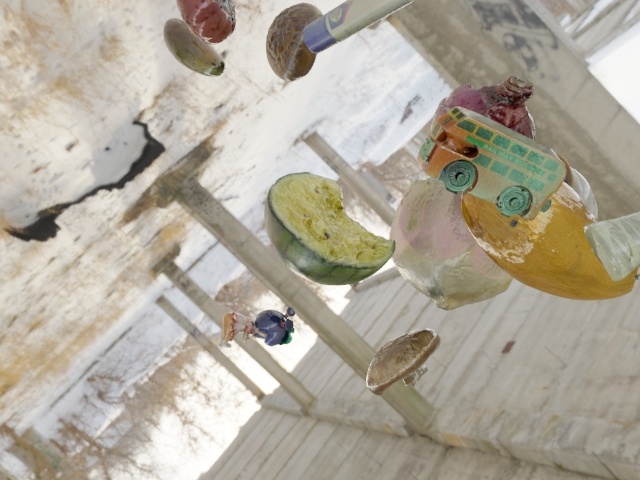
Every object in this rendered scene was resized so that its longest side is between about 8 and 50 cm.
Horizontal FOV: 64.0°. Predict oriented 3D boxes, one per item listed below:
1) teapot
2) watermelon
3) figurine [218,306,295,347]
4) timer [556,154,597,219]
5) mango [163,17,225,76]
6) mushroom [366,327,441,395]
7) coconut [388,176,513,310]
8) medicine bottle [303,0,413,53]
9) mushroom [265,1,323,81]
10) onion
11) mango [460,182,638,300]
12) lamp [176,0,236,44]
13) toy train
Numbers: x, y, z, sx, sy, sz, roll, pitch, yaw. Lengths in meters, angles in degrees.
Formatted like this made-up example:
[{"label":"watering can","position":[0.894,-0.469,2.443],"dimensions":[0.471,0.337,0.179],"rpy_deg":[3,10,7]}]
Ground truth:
[{"label":"teapot","position":[0.289,-0.003,0.456],"dimensions":[0.083,0.067,0.057],"rpy_deg":[-30,-174,13]},{"label":"watermelon","position":[0.000,0.000,1.258],"dimensions":[0.331,0.330,0.189],"rpy_deg":[-51,167,-53]},{"label":"figurine","position":[-0.159,0.224,1.311],"dimensions":[0.111,0.194,0.102],"rpy_deg":[-116,-148,-69]},{"label":"timer","position":[0.503,-0.057,1.170],"dimensions":[0.233,0.240,0.234],"rpy_deg":[-17,-122,31]},{"label":"mango","position":[-0.409,-0.605,1.625],"dimensions":[0.111,0.267,0.133],"rpy_deg":[-49,167,14]},{"label":"mushroom","position":[0.248,0.364,1.543],"dimensions":[0.278,0.146,0.278],"rpy_deg":[-36,162,-14]},{"label":"coconut","position":[0.398,0.031,1.531],"dimensions":[0.404,0.404,0.404],"rpy_deg":[-46,-176,4]},{"label":"medicine bottle","position":[0.064,-0.404,0.914],"dimensions":[0.230,0.059,0.059],"rpy_deg":[-10,-150,45]},{"label":"mushroom","position":[-0.086,-0.654,1.683],"dimensions":[0.253,0.153,0.253],"rpy_deg":[-17,-113,47]},{"label":"onion","position":[0.397,-0.263,1.261],"dimensions":[0.159,0.267,0.349],"rpy_deg":[-59,171,-7]},{"label":"mango","position":[0.410,-0.005,0.933],"dimensions":[0.187,0.359,0.144],"rpy_deg":[-51,-178,9]},{"label":"lamp","position":[-0.283,-0.599,1.311],"dimensions":[0.140,0.182,0.182],"rpy_deg":[-14,-166,16]},{"label":"toy train","position":[0.220,-0.097,0.657],"dimensions":[0.072,0.188,0.099],"rpy_deg":[-94,-153,-68]}]
